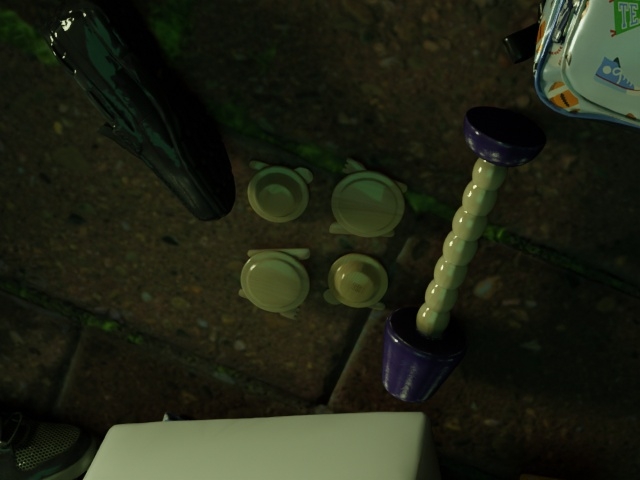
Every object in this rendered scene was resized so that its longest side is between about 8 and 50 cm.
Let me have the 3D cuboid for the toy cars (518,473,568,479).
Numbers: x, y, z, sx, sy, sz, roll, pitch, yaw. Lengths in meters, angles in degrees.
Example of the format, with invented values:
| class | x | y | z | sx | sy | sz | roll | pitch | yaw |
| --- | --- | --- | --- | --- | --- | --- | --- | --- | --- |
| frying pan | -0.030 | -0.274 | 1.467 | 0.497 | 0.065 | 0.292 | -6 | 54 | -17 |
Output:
| class | x | y | z | sx | sy | sz | roll | pitch | yaw |
| --- | --- | --- | --- | --- | --- | --- | --- | --- | --- |
| toy cars | 0.279 | 0.357 | 1.337 | 0.176 | 0.087 | 0.394 | -28 | 113 | 28 |

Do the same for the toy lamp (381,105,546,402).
| class | x | y | z | sx | sy | sz | roll | pitch | yaw |
| --- | --- | --- | --- | --- | --- | --- | --- | --- | --- |
| toy lamp | 0.114 | 0.021 | 1.184 | 0.080 | 0.080 | 0.275 | 16 | 119 | 1 |

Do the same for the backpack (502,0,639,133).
| class | x | y | z | sx | sy | sz | roll | pitch | yaw |
| --- | --- | --- | --- | --- | --- | --- | --- | --- | --- |
| backpack | 0.290 | -0.193 | 0.975 | 0.276 | 0.213 | 0.263 | 17 | 109 | 4 |

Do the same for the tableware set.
| class | x | y | z | sx | sy | sz | roll | pitch | yaw |
| --- | --- | --- | --- | --- | --- | --- | --- | --- | --- |
| tableware set | 0.000 | 0.000 | 1.226 | 0.141 | 0.020 | 0.169 | 8 | 118 | 3 |

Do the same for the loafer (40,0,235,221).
| class | x | y | z | sx | sy | sz | roll | pitch | yaw |
| --- | --- | --- | --- | --- | --- | --- | --- | --- | --- |
| loafer | -0.152 | -0.108 | 1.166 | 0.078 | 0.076 | 0.223 | -26 | 106 | 27 |

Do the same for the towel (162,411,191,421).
| class | x | y | z | sx | sy | sz | roll | pitch | yaw |
| --- | --- | --- | --- | --- | --- | --- | --- | --- | --- |
| towel | -0.029 | 0.317 | 1.398 | 0.336 | 0.040 | 0.243 | 19 | 122 | 1 |

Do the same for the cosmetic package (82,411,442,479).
| class | x | y | z | sx | sy | sz | roll | pitch | yaw |
| --- | --- | --- | --- | --- | --- | --- | --- | --- | --- |
| cosmetic package | -0.048 | 0.411 | 1.241 | 0.327 | 0.329 | 0.394 | -4 | 120 | 16 |

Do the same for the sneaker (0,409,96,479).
| class | x | y | z | sx | sy | sz | roll | pitch | yaw |
| --- | --- | --- | --- | --- | --- | --- | --- | --- | --- |
| sneaker | -0.338 | 0.186 | 1.346 | 0.227 | 0.087 | 0.130 | -1 | 124 | 16 |

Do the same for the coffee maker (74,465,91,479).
| class | x | y | z | sx | sy | sz | roll | pitch | yaw |
| --- | --- | --- | --- | --- | --- | --- | --- | --- | --- |
| coffee maker | -0.288 | 0.319 | 1.356 | 0.171 | 0.178 | 0.120 | -23 | 110 | 18 |
